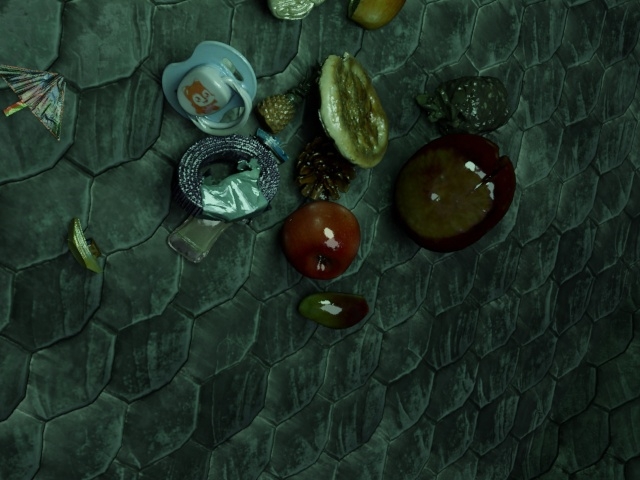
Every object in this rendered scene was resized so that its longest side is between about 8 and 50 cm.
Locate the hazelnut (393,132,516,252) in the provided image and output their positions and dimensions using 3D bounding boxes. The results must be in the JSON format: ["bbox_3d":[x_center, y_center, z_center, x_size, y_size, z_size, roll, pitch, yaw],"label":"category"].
[{"bbox_3d":[0.447,-0.171,1.927,0.402,0.402,0.429,20,114,-28],"label":"hazelnut"}]

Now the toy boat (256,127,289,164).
[{"bbox_3d":[-0.155,-0.302,1.772,0.137,0.060,0.061,40,56,-26],"label":"toy boat"}]

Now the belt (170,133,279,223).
[{"bbox_3d":[-0.278,-0.183,1.649,0.325,0.122,0.260,-17,80,-31],"label":"belt"}]

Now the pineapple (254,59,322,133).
[{"bbox_3d":[-0.075,-0.448,1.750,0.277,0.119,0.130,-41,144,-10],"label":"pineapple"}]

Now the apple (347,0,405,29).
[{"bbox_3d":[0.193,-0.854,1.765,0.254,0.179,0.346,-23,129,-63],"label":"apple"}]

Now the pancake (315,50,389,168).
[{"bbox_3d":[0.103,-0.410,1.733,0.382,0.071,0.382,21,64,-53],"label":"pancake"}]

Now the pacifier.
[{"bbox_3d":[-0.298,-0.462,1.600,0.244,0.299,0.233,46,41,-34],"label":"pacifier"}]

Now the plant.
[{"bbox_3d":[0.495,-0.469,1.969,0.312,0.215,0.213,-18,104,-28],"label":"plant"}]

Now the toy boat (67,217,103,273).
[{"bbox_3d":[-0.669,0.018,1.576,0.066,0.065,0.172,-38,117,-40],"label":"toy boat"}]

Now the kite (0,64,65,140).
[{"bbox_3d":[-0.755,-0.379,1.482,0.183,0.014,0.241,-37,115,-15],"label":"kite"}]

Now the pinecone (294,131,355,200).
[{"bbox_3d":[0.020,-0.232,1.795,0.202,0.201,0.229,25,108,-19],"label":"pinecone"}]

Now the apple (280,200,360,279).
[{"bbox_3d":[0.000,0.000,1.794,0.260,0.216,0.260,-1,138,-1],"label":"apple"}]

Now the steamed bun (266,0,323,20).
[{"bbox_3d":[-0.073,-0.777,1.667,0.211,0.144,0.218,-14,107,-7],"label":"steamed bun"}]

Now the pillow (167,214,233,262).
[{"bbox_3d":[-0.358,-0.042,1.710,0.130,0.038,0.233,41,92,-17],"label":"pillow"}]

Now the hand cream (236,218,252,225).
[{"bbox_3d":[-0.306,-0.093,1.745,0.194,0.042,0.067,21,99,-23],"label":"hand cream"}]

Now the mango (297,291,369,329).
[{"bbox_3d":[0.051,0.246,1.951,0.267,0.111,0.133,6,109,-22],"label":"mango"}]
